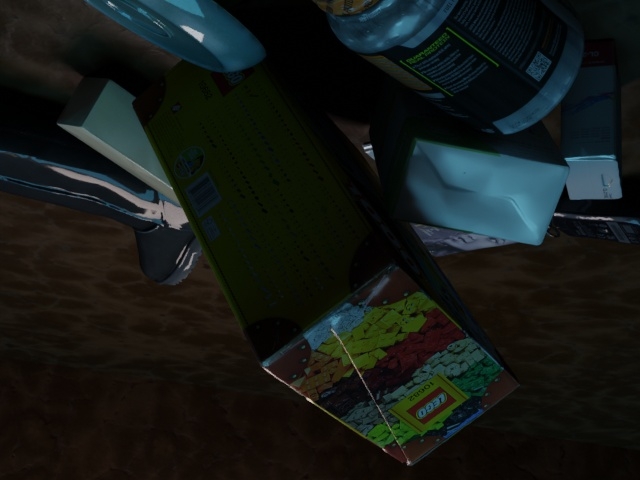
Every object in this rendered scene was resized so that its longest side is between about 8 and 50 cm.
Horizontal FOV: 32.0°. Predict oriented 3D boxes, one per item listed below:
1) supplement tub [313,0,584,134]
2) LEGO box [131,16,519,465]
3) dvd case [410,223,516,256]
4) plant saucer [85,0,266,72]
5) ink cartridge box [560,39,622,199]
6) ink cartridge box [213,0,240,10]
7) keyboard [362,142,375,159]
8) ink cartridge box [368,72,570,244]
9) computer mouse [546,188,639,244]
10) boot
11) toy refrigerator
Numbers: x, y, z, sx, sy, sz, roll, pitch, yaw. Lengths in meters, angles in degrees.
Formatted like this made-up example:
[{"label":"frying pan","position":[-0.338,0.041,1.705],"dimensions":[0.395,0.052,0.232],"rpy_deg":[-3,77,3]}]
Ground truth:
[{"label":"supplement tub","position":[0.139,-0.263,1.268],"dimensions":[0.193,0.194,0.316],"rpy_deg":[-15,150,42]},{"label":"LEGO box","position":[0.000,0.000,1.472],"dimensions":[0.193,0.500,0.372],"rpy_deg":[-38,140,9]},{"label":"dvd case","position":[0.259,-0.020,2.052],"dimensions":[0.221,0.018,0.164],"rpy_deg":[-13,151,38]},{"label":"plant saucer","position":[-0.211,-0.281,1.317],"dimensions":[0.317,0.044,0.317],"rpy_deg":[29,176,2]},{"label":"ink cartridge box","position":[0.361,-0.157,1.486],"dimensions":[0.072,0.175,0.127],"rpy_deg":[-2,156,18]},{"label":"ink cartridge box","position":[-0.070,-0.345,1.235],"dimensions":[0.062,0.109,0.209],"rpy_deg":[22,153,-34]},{"label":"keyboard","position":[0.167,-0.109,1.872],"dimensions":[0.072,0.014,0.256],"rpy_deg":[-15,150,31]},{"label":"ink cartridge box","position":[0.183,-0.140,1.508],"dimensions":[0.207,0.353,0.119],"rpy_deg":[10,117,-9]},{"label":"computer mouse","position":[0.453,-0.054,1.865],"dimensions":[0.272,0.072,0.188],"rpy_deg":[9,163,27]},{"label":"boot","position":[-0.411,-0.073,1.924],"dimensions":[0.445,0.146,0.367],"rpy_deg":[12,148,-23]},{"label":"toy refrigerator","position":[-0.258,-0.144,1.717],"dimensions":[0.269,0.094,0.102],"rpy_deg":[35,168,-33]}]
